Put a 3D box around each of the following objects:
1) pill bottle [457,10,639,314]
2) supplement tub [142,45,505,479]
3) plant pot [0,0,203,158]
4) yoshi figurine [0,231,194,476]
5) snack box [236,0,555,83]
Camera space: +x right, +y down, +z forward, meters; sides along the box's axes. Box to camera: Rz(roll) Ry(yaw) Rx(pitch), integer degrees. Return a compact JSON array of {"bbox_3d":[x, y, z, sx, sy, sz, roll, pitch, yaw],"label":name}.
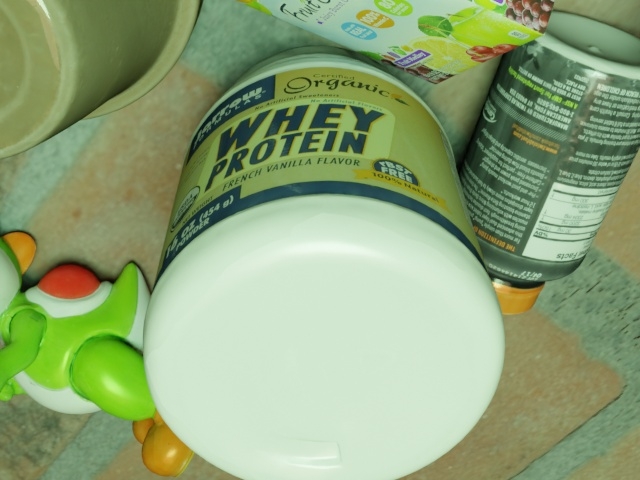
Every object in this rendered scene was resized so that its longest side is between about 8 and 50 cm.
[{"bbox_3d":[0.184,-0.056,0.732,0.130,0.130,0.246,12,122,-9],"label":"pill bottle"},{"bbox_3d":[0.000,0.000,0.652,0.228,0.316,0.228,-1,123,-1],"label":"supplement tub"},{"bbox_3d":[-0.220,-0.172,0.591,0.263,0.229,0.263,0,122,0],"label":"plant pot"},{"bbox_3d":[-0.290,0.117,0.802,0.362,0.203,0.203,31,124,-16],"label":"yoshi figurine"},{"bbox_3d":[0.036,-0.191,0.611,0.207,0.174,0.070,20,83,-15],"label":"snack box"}]
